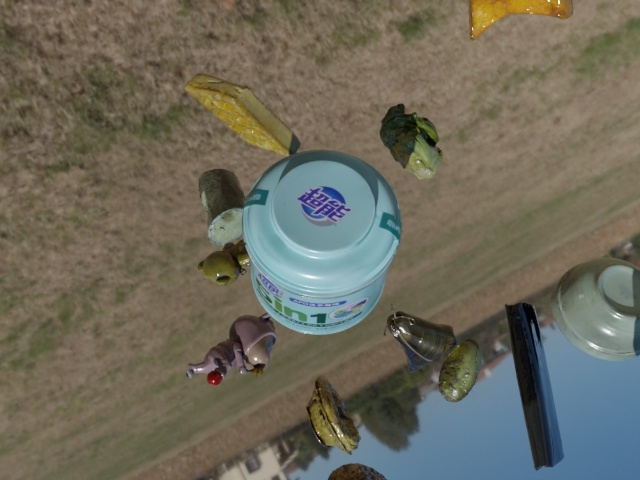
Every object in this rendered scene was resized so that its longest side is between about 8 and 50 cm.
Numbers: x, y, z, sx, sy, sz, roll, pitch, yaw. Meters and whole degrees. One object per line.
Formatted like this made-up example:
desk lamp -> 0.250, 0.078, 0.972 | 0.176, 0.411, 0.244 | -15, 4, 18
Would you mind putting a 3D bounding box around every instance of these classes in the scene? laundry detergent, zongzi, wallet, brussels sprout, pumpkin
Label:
laundry detergent -> 0.000, 0.000, 1.249 | 0.287, 0.287, 0.305 | -26, 160, -12
zongzi -> 0.200, 0.248, 1.578 | 0.187, 0.084, 0.184 | 23, 131, -23
wallet -> 0.552, 0.365, 1.703 | 0.062, 0.406, 0.228 | -12, 166, 25
brussels sprout -> 0.204, -0.213, 1.464 | 0.181, 0.139, 0.101 | 37, 76, -42
pumpkin -> 0.413, -0.594, 1.487 | 0.258, 0.095, 0.290 | -12, 142, 24

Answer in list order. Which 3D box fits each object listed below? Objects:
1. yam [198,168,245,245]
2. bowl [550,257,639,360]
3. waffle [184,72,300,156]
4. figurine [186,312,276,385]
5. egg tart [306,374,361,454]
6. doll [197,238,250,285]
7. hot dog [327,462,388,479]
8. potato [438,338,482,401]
yam -> -0.308, -0.117, 2.107 | 0.153, 0.255, 0.154 | -9, 138, -9
bowl -> 0.827, 0.174, 1.862 | 0.307, 0.307, 0.163 | -24, 155, -20
waffle -> -0.171, -0.287, 1.530 | 0.274, 0.168, 0.057 | 38, 77, -53
figurine -> -0.239, 0.337, 1.932 | 0.287, 0.186, 0.176 | -29, 160, -38
egg tart -> 0.028, 0.499, 1.857 | 0.105, 0.241, 0.241 | -29, 167, 3
doll -> -0.216, 0.053, 1.745 | 0.209, 0.097, 0.137 | -33, -145, -32
hot dog -> 0.095, 0.655, 1.453 | 0.267, 0.387, 0.174 | -52, -147, -15
potato -> 0.405, 0.380, 1.944 | 0.054, 0.119, 0.198 | 25, 102, -46
